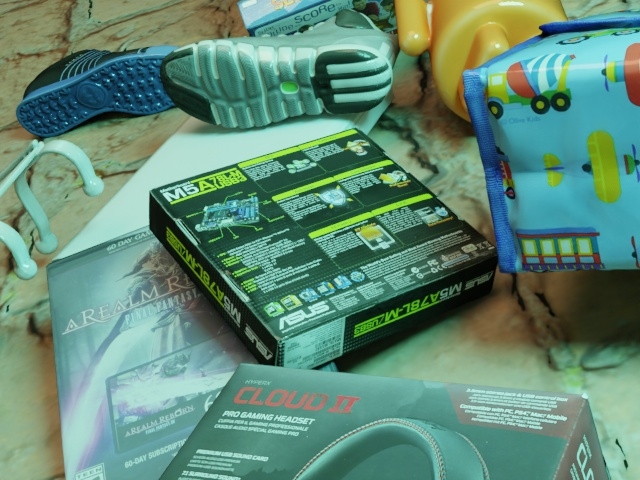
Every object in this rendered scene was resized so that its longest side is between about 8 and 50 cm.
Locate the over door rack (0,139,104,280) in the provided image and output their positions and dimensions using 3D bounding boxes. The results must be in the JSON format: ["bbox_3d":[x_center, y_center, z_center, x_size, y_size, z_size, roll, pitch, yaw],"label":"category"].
[{"bbox_3d":[-0.347,0.052,0.978,0.324,0.108,0.239,-17,30,37],"label":"over door rack"}]

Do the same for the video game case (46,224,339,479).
[{"bbox_3d":[-0.097,0.077,0.820,0.196,0.026,0.274,-21,43,0],"label":"video game case"}]

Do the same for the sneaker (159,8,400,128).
[{"bbox_3d":[-0.030,-0.171,1.084,0.228,0.086,0.132,4,33,18],"label":"sneaker"}]

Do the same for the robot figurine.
[{"bbox_3d":[0.156,-0.186,1.015,0.158,0.128,0.219,-20,31,15],"label":"robot figurine"}]

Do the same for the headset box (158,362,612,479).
[{"bbox_3d":[0.008,0.183,0.560,0.218,0.110,0.293,2,38,33],"label":"headset box"}]

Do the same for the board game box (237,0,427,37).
[{"bbox_3d":[0.027,-0.227,1.152,0.201,0.136,0.035,-21,66,0],"label":"board game box"}]

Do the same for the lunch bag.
[{"bbox_3d":[0.253,-0.101,0.744,0.221,0.138,0.293,-3,24,29],"label":"lunch bag"}]

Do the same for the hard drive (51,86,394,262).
[{"bbox_3d":[-0.082,-0.060,1.050,0.203,0.040,0.307,1,38,32],"label":"hard drive"}]

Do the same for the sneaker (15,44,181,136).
[{"bbox_3d":[-0.240,-0.189,1.295,0.232,0.081,0.090,-11,40,18],"label":"sneaker"}]

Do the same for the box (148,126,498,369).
[{"bbox_3d":[0.000,0.000,0.821,0.190,0.045,0.184,-20,43,-29],"label":"box"}]
